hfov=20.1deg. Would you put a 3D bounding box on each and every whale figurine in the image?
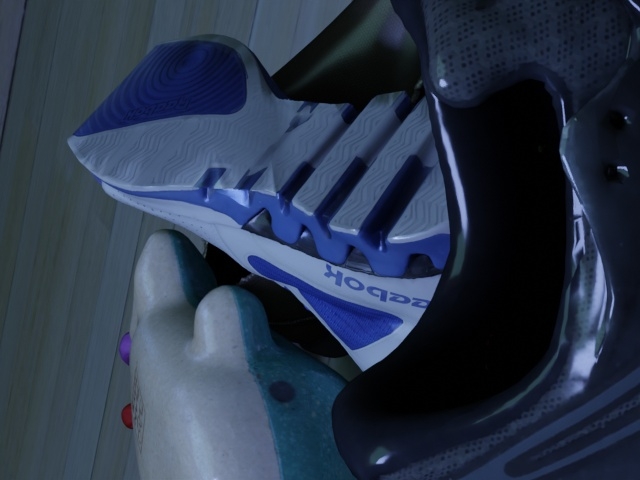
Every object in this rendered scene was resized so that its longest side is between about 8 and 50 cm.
[{"bbox_3d":[-0.046,0.109,1.144,0.272,0.141,0.216,-115,26,-46],"label":"whale figurine"}]

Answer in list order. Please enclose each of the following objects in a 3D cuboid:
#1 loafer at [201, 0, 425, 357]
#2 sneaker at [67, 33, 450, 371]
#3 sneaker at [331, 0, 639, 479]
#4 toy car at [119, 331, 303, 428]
[{"bbox_3d":[0.015,-0.064,1.155,0.134,0.130,0.366,-108,33,-47],"label":"loafer"},{"bbox_3d":[0.001,0.000,1.044,0.315,0.182,0.127,19,57,42],"label":"sneaker"},{"bbox_3d":[0.136,-0.097,0.624,0.185,0.202,0.483,-145,71,-71],"label":"sneaker"},{"bbox_3d":[-0.084,0.100,1.346,0.159,0.136,0.182,145,129,-63],"label":"toy car"}]
